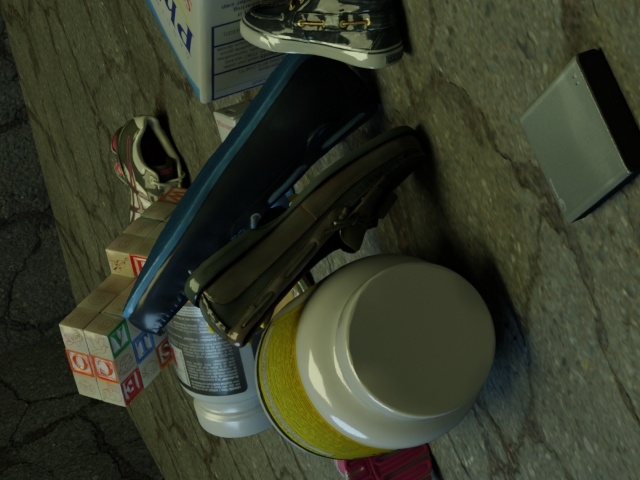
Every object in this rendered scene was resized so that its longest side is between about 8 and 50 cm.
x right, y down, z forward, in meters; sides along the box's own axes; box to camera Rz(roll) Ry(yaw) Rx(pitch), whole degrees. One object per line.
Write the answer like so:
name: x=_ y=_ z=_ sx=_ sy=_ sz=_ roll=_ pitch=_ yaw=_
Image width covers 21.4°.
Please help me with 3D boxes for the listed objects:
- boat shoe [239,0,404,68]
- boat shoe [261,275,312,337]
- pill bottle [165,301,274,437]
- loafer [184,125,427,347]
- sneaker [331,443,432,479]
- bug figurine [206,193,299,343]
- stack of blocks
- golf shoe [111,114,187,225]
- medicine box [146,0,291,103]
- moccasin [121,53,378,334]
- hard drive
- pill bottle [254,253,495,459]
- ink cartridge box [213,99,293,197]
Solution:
boat shoe: x=-0.001 y=-0.220 z=1.586 sx=0.183 sy=0.065 sz=0.083 roll=15 pitch=123 yaw=34
boat shoe: x=-0.041 y=0.117 z=2.200 sx=0.068 sy=0.072 sz=0.190 roll=-126 pitch=22 yaw=-44
pill bottle: x=-0.134 y=0.127 z=2.363 sx=0.162 sy=0.162 sz=0.278 roll=-133 pitch=28 yaw=-55
loafer: x=0.000 y=0.000 z=1.603 sx=0.084 sy=0.267 sz=0.096 roll=54 pitch=180 yaw=19
sneaker: x=0.059 y=0.238 z=1.991 sx=0.111 sy=0.103 sz=0.252 roll=87 pitch=164 yaw=-57
bug figurine: x=-0.069 y=-0.024 z=1.889 sx=0.279 sy=0.072 sz=0.216 roll=-66 pitch=-21 yaw=-63
stack of blocks: x=-0.242 y=0.075 z=2.416 sx=0.087 sy=0.297 sz=0.171 roll=12 pitch=130 yaw=30
golf shoe: x=-0.250 y=-0.064 z=2.633 sx=0.272 sy=0.105 sz=0.120 roll=68 pitch=157 yaw=5
medicine box: x=-0.106 y=-0.335 z=1.710 sx=0.289 sy=0.149 sz=0.263 roll=96 pitch=150 yaw=-57
moccasin: x=-0.069 y=-0.031 z=1.688 sx=0.117 sy=0.342 sz=0.137 roll=34 pitch=-164 yaw=-12
hard drive: x=0.194 y=-0.075 z=1.259 sx=0.135 sy=0.022 sz=0.094 roll=125 pitch=123 yaw=-72
pill bottle: x=0.053 y=0.116 z=1.666 sx=0.334 sy=0.188 sz=0.188 roll=142 pitch=107 yaw=-74
ink cartridge box: x=-0.083 y=-0.107 z=2.099 sx=0.088 sy=0.052 sz=0.122 roll=28 pitch=137 yaw=67
